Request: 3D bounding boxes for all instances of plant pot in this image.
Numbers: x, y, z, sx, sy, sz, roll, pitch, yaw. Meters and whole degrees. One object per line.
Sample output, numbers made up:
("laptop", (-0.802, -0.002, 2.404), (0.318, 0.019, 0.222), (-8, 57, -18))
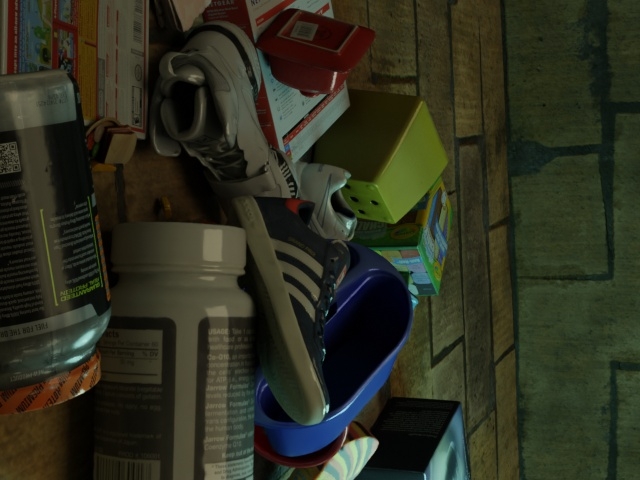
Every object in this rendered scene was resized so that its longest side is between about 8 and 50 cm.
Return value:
("plant pot", (0.101, -0.156, 1.920), (0.187, 0.212, 0.212), (-64, 147, -24))
("plant pot", (-0.031, 0.250, 1.615), (0.174, 0.191, 0.191), (-63, 145, -61))

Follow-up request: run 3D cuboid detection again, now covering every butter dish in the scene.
("butter dish", (-0.011, -0.281, 1.542), (0.160, 0.160, 0.118), (-61, 165, -48))

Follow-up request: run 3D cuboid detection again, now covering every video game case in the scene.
("video game case", (-0.301, -0.242, 1.203), (0.285, 0.025, 0.203), (5, 85, -67))

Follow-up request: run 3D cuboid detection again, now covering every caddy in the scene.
("caddy", (-0.018, 0.146, 1.433), (0.341, 0.241, 0.179), (-45, 159, -30))

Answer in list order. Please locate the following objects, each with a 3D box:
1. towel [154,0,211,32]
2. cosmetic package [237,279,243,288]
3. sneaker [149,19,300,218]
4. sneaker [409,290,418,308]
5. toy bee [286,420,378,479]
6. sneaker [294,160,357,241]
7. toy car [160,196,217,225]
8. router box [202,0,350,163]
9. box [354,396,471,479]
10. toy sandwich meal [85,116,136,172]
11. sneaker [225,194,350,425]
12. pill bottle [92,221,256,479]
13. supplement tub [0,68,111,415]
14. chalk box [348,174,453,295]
("towel", (-0.202, -0.514, 1.405), (0.331, 0.054, 0.316), (-65, 146, -44))
("cosmetic package", (-0.118, 0.076, 1.565), (0.239, 0.061, 0.098), (16, 76, -65))
("sneaker", (-0.142, -0.122, 1.409), (0.210, 0.138, 0.365), (-54, 132, -63))
("sneaker", (0.095, 0.094, 1.744), (0.125, 0.140, 0.341), (-67, 167, 6))
("toy bee", (-0.024, 0.441, 1.654), (0.162, 0.195, 0.298), (20, 80, -39))
("sneaker", (0.000, 0.000, 1.747), (0.111, 0.129, 0.297), (-54, 143, -59))
("toy car", (-0.188, -0.035, 1.421), (0.122, 0.060, 0.040), (67, 0, -54))
("router box", (-0.063, -0.314, 1.676), (0.335, 0.082, 0.301), (-51, 135, -55))
("box", (0.211, 0.551, 2.161), (0.294, 0.183, 0.296), (-44, 129, -57))
("toy sandwich meal", (-0.269, -0.117, 1.230), (0.085, 0.029, 0.085), (-47, 155, -31))
("sneaker", (-0.017, 0.076, 1.300), (0.131, 0.148, 0.350), (112, -34, -52))
("pill bottle", (-0.183, 0.162, 1.238), (0.204, 0.204, 0.360), (10, 81, -66))
("supplement tub", (-0.314, -0.002, 0.957), (0.193, 0.194, 0.315), (-29, 115, -64))
("chalk box", (0.158, 0.002, 2.054), (0.179, 0.180, 0.288), (63, 34, -46))
